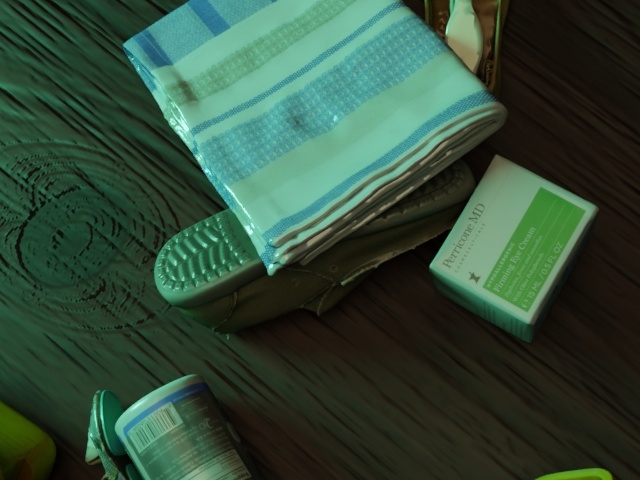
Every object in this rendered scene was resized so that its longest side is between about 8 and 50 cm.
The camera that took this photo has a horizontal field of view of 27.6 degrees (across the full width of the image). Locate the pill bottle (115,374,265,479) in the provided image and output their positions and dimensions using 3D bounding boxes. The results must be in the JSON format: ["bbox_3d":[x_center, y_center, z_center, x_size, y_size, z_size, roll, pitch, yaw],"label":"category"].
[{"bbox_3d":[-0.087,0.176,0.964,0.078,0.078,0.137,-33,76,-2],"label":"pill bottle"}]

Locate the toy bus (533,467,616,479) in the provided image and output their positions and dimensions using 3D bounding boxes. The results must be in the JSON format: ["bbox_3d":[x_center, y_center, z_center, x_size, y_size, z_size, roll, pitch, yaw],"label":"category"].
[{"bbox_3d":[0.209,0.250,0.898,0.191,0.202,0.104,22,50,18],"label":"toy bus"}]

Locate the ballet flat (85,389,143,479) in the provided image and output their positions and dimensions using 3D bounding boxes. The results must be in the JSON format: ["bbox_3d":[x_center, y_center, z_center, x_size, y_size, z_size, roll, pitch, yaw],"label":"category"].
[{"bbox_3d":[-0.159,0.172,0.994,0.041,0.041,0.114,-25,75,0],"label":"ballet flat"}]

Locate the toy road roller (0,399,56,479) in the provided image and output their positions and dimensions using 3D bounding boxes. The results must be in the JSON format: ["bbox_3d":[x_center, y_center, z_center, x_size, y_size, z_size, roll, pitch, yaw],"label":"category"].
[{"bbox_3d":[-0.327,0.232,0.943,0.203,0.240,0.329,32,120,12],"label":"toy road roller"}]

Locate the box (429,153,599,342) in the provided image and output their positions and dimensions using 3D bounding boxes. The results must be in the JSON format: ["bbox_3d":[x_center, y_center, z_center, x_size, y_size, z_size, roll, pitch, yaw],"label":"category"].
[{"bbox_3d":[0.143,0.008,0.965,0.087,0.102,0.101,29,83,14],"label":"box"}]

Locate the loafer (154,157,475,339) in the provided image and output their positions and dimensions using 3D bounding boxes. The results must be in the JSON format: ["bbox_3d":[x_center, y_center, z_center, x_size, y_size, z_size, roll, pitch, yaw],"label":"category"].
[{"bbox_3d":[0.000,0.000,0.996,0.251,0.087,0.094,-20,46,2],"label":"loafer"}]

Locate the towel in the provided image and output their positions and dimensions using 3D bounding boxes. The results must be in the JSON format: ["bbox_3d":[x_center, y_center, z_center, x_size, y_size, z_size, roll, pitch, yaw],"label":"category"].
[{"bbox_3d":[-0.014,-0.123,0.996,0.209,0.034,0.285,-34,54,-4],"label":"towel"}]

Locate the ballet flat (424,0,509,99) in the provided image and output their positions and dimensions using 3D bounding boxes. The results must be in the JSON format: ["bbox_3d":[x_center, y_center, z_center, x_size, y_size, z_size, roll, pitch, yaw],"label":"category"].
[{"bbox_3d":[0.117,-0.197,1.029,0.080,0.073,0.232,-2,77,5],"label":"ballet flat"}]
